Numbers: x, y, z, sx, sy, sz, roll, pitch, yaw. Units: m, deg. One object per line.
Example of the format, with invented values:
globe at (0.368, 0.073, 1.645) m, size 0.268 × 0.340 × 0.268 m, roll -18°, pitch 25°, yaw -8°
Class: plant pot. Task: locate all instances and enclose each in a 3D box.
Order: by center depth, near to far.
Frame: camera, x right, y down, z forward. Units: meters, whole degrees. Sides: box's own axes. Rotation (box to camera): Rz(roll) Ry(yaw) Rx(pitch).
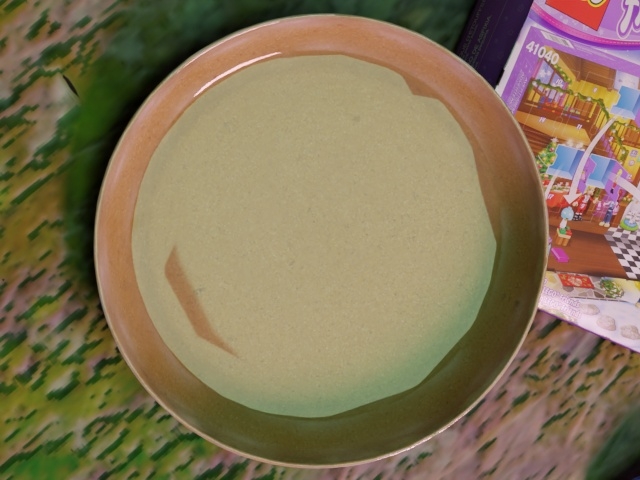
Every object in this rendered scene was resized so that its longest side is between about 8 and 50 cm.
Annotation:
plant pot at (0.000, 0.000, 1.037) m, size 0.236 × 0.032 × 0.236 m, roll -1°, pitch 98°, yaw -9°

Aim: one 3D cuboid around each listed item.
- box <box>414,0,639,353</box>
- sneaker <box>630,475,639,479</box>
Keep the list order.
box at (0.195, -0.038, 1.159) m, size 0.293 × 0.057 × 0.201 m, roll 24°, pitch 90°, yaw -31°
sneaker at (0.210, 0.214, 1.234) m, size 0.073 × 0.063 × 0.162 m, roll -19°, pitch 106°, yaw -6°
